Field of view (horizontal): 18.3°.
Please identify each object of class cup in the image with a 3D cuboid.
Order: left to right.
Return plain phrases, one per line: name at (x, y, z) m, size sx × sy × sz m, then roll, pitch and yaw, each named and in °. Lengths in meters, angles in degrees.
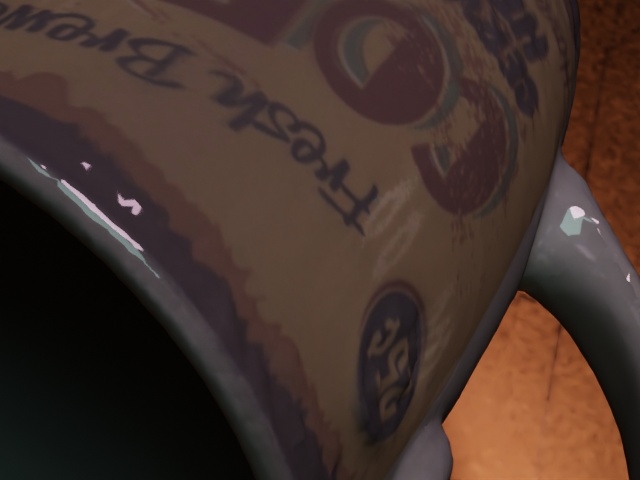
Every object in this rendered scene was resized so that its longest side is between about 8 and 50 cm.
cup at (0.000, 0.000, 0.615) m, size 0.301 × 0.227 × 0.257 m, roll 35°, pitch 53°, yaw 12°
